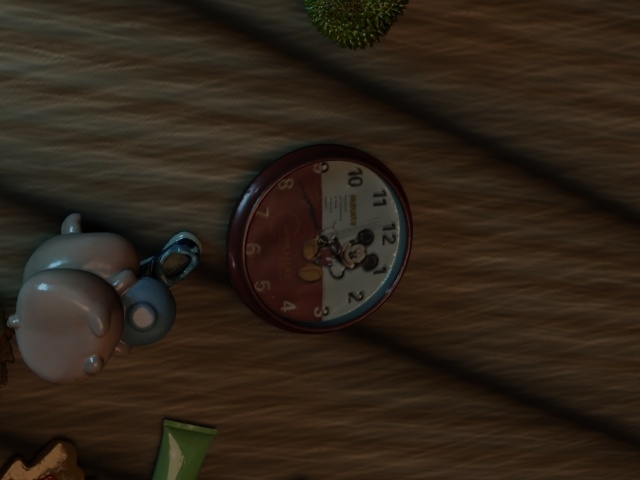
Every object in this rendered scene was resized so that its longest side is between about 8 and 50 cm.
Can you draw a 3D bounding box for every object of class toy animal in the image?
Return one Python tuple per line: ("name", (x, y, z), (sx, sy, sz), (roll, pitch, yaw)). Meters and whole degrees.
("toy animal", (-0.358, 0.102, 1.838), (0.221, 0.229, 0.210), (-23, 127, -51))

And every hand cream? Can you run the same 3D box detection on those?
("hand cream", (-0.240, 0.386, 2.088), (0.095, 0.046, 0.175), (15, 96, -21))

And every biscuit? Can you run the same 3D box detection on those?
("biscuit", (-0.473, 0.427, 2.028), (0.239, 0.041, 0.212), (-8, 111, -16))

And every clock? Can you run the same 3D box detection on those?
("clock", (0.000, 0.000, 2.019), (0.318, 0.080, 0.318), (-6, 106, -20))

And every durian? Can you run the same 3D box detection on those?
("durian", (0.060, -0.383, 1.882), (0.159, 0.146, 0.198), (42, 86, -9))

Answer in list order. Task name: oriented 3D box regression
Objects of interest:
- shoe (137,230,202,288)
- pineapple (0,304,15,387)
("shoe", (-0.243, 0.049, 1.961), (0.143, 0.071, 0.064), (-38, 114, 2))
("pineapple", (-0.582, 0.243, 1.851), (0.223, 0.223, 0.357), (11, 114, -21))
